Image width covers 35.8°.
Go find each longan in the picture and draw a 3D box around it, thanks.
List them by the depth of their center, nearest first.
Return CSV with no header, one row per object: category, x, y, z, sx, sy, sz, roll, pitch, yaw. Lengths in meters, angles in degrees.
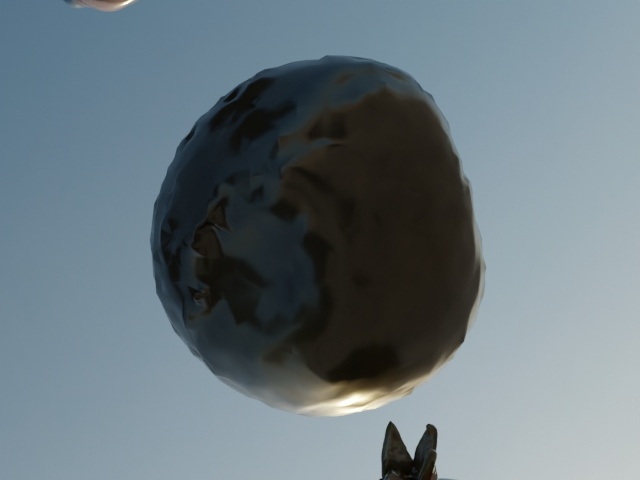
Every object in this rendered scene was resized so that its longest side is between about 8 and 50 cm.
longan,-0.007,0.006,1.199,0.404,0.404,0.436,-46,-46,-35

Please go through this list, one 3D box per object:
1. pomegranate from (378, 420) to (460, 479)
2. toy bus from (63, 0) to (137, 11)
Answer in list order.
pomegranate,0.108,0.384,1.100,0.323,0.290,0.291,48,-120,-22
toy bus,-0.308,-0.441,1.351,0.231,0.197,0.294,-38,-61,15
